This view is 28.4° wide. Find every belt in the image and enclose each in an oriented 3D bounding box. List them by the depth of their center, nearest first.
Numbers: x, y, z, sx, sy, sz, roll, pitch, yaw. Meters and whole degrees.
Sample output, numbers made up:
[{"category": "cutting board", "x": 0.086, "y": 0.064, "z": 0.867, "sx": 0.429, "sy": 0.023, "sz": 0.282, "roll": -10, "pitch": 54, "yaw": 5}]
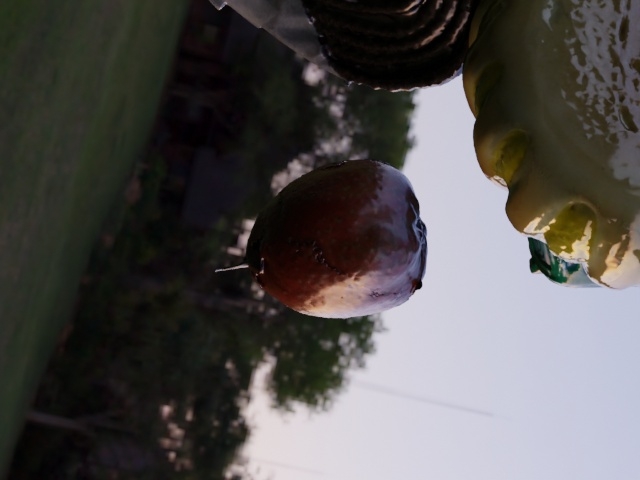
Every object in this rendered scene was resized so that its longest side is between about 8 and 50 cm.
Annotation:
[{"category": "belt", "x": 0.026, "y": -0.230, "z": 0.932, "sx": 0.164, "sy": 0.289, "sz": 0.184, "roll": -36, "pitch": 152, "yaw": -52}]

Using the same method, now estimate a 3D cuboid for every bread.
[{"category": "bread", "x": 0.167, "y": -0.069, "z": 0.668, "sx": 0.105, "sy": 0.213, "sz": 0.213, "roll": 116, "pitch": -16, "yaw": -63}]

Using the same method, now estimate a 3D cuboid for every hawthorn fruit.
[{"category": "hawthorn fruit", "x": 0.000, "y": 0.000, "z": 1.368, "sx": 0.181, "sy": 0.235, "sz": 0.181, "roll": 172, "pitch": -90, "yaw": -89}]

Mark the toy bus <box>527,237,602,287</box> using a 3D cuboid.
[{"category": "toy bus", "x": 0.397, "y": -0.051, "z": 1.483, "sx": 0.183, "sy": 0.343, "sz": 0.199, "roll": -96, "pitch": -177, "yaw": -66}]
